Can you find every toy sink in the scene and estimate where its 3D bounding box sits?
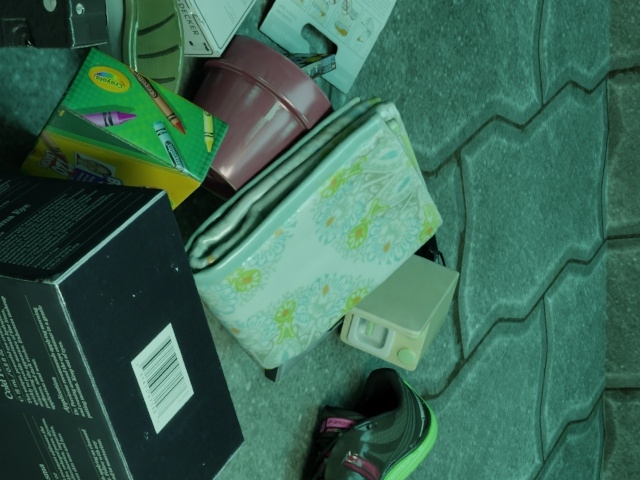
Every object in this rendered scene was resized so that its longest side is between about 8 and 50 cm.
[{"bbox_3d":[0.132,0.133,2.010,0.234,0.153,0.131,-48,156,-55],"label":"toy sink"}]

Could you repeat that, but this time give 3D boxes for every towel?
[{"bbox_3d":[0.000,0.000,1.624,0.374,0.090,0.320,-40,142,-7],"label":"towel"}]

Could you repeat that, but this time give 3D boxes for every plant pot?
[{"bbox_3d":[-0.109,-0.159,1.587,0.180,0.201,0.201,-54,141,-14],"label":"plant pot"}]

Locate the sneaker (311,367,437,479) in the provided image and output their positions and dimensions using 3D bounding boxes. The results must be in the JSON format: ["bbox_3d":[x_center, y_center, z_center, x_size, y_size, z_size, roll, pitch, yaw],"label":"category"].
[{"bbox_3d":[0.034,0.404,1.974,0.202,0.185,0.483,61,40,-18],"label":"sneaker"}]

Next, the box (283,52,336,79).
[{"bbox_3d":[-0.050,-0.264,1.738,0.137,0.094,0.027,-34,125,-52],"label":"box"}]

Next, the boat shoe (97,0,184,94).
[{"bbox_3d":[-0.248,-0.296,1.395,0.113,0.103,0.302,-29,119,-56],"label":"boat shoe"}]

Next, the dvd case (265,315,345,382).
[{"bbox_3d":[-0.007,0.112,1.890,0.239,0.029,0.179,-38,147,-50],"label":"dvd case"}]

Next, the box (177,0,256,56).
[{"bbox_3d":[-0.143,-0.413,1.561,0.290,0.087,0.169,-63,144,-30],"label":"box"}]

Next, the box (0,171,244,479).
[{"bbox_3d":[-0.289,0.116,1.209,0.179,0.312,0.343,-48,135,-44],"label":"box"}]

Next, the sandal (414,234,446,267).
[{"bbox_3d":[0.236,0.075,2.311,0.097,0.054,0.254,-49,135,-43],"label":"sandal"}]

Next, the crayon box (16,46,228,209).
[{"bbox_3d":[-0.233,-0.093,1.256,0.165,0.278,0.081,29,65,-15],"label":"crayon box"}]

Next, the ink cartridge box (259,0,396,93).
[{"bbox_3d":[0.033,-0.478,1.878,0.308,0.091,0.385,26,91,-58],"label":"ink cartridge box"}]

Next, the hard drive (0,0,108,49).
[{"bbox_3d":[-0.330,-0.365,1.121,0.064,0.237,0.339,-27,118,-54],"label":"hard drive"}]
